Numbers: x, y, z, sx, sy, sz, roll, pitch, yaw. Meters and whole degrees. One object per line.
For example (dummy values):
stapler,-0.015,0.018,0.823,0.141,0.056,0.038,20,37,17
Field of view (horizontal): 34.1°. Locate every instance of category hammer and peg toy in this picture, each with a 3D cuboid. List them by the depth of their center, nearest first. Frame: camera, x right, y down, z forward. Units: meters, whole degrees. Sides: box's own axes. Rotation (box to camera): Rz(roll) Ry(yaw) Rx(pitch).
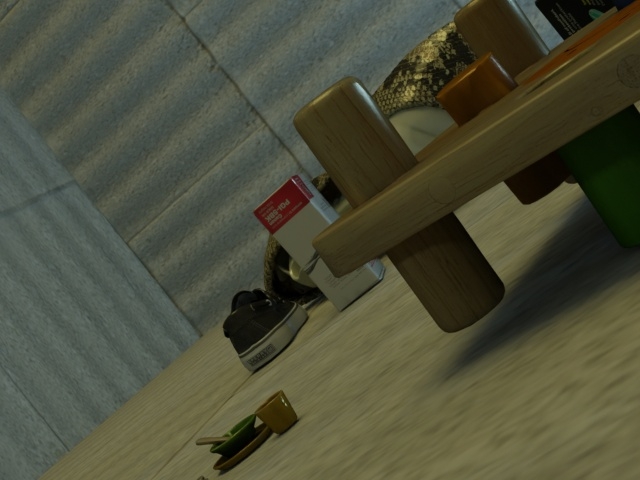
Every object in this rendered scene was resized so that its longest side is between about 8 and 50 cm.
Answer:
hammer and peg toy,0.179,-0.114,0.453,0.361,0.127,0.266,-33,5,39

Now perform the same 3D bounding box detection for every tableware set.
tableware set,-0.079,0.147,0.644,0.154,0.024,0.104,-38,2,-7

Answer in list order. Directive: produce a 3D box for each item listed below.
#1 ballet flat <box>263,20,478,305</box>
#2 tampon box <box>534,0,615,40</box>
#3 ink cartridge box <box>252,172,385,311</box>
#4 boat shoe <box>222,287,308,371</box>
ballet flat,0.075,-0.055,1.236,0.483,0.164,0.182,-45,18,44
tampon box,0.277,-0.203,0.838,0.101,0.120,0.161,-39,2,-20
ink cartridge box,0.000,0.000,1.072,0.056,0.135,0.099,-41,1,8
boat shoe,-0.072,0.090,1.193,0.080,0.076,0.228,-38,2,9
